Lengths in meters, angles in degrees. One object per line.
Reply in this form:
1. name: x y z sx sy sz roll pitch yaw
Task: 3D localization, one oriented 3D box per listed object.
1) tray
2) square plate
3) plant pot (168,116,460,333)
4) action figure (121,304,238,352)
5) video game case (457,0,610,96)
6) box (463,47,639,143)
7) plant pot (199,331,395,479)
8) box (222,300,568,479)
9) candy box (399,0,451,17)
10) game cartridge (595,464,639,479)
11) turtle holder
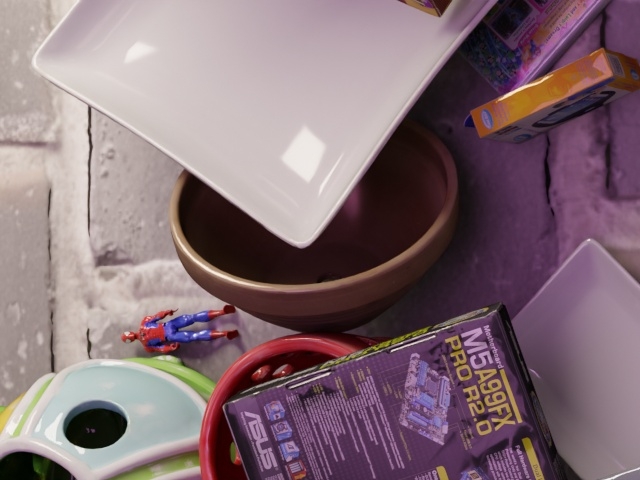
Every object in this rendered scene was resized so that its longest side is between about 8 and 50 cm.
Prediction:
1. tray: 0.258 0.140 1.464 0.145 0.030 0.270 -49 68 17
2. square plate: -0.022 -0.199 1.551 0.344 0.049 0.347 34 83 32
3. plant pot: 0.000 0.000 1.534 0.237 0.237 0.109 16 136 28
4. action figure: -0.130 0.080 1.678 0.115 0.030 0.038 -11 88 30
5. video game case: 0.163 -0.215 1.534 0.157 0.019 0.143 -49 68 17
6. box: 0.182 -0.110 1.484 0.136 0.081 0.028 -27 77 26
7. plant pot: 0.024 0.169 1.507 0.191 0.174 0.191 -1 87 28
8. box: 0.076 0.206 1.362 0.216 0.060 0.270 -20 90 10
9. candy box: 0.108 -0.279 1.441 0.053 0.109 0.186 28 78 30
10. game cartridge: 0.242 0.319 1.380 0.198 0.062 0.297 -25 60 28
11. turtle holder: -0.196 0.198 1.596 0.243 0.227 0.320 -46 69 20
